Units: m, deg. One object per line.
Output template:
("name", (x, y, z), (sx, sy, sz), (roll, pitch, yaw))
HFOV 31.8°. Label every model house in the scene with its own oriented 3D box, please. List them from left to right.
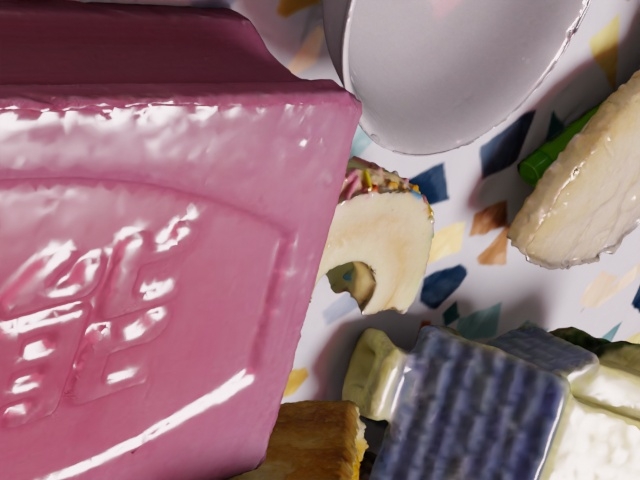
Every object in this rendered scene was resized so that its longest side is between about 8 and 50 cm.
("model house", (0.108, 0.198, 0.865), (0.266, 0.261, 0.321), (19, 90, -25))

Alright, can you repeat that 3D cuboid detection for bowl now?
("bowl", (0.061, -0.147, 0.601), (0.189, 0.086, 0.189), (-28, 139, -27))

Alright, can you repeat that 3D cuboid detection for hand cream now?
("hand cream", (0.198, -0.081, 0.848), (0.122, 0.023, 0.036), (-36, 141, -24))

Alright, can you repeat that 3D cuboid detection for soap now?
("soap", (-0.169, 0.021, 0.479), (0.360, 0.128, 0.232), (-8, 124, -42))

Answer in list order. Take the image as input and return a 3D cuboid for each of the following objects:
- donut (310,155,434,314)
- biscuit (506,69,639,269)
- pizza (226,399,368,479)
("donut", (0.004, -0.004, 0.681), (0.166, 0.065, 0.108), (-1, 122, -44))
("biscuit", (0.230, -0.052, 0.864), (0.265, 0.040, 0.188), (-36, 148, -30))
("pizza", (-0.104, 0.160, 0.642), (0.268, 0.258, 0.087), (-69, 159, -76))
